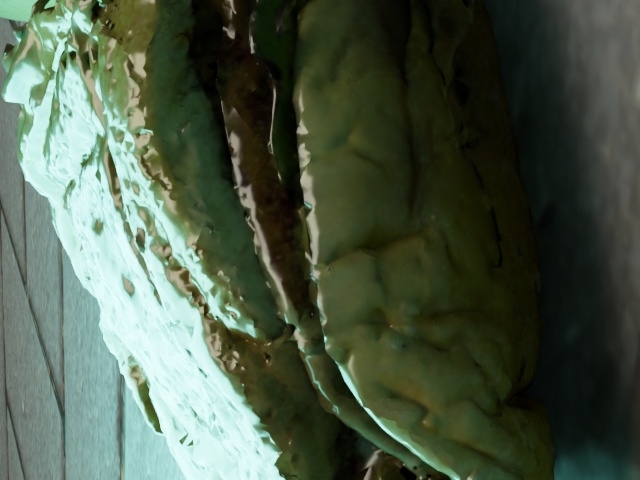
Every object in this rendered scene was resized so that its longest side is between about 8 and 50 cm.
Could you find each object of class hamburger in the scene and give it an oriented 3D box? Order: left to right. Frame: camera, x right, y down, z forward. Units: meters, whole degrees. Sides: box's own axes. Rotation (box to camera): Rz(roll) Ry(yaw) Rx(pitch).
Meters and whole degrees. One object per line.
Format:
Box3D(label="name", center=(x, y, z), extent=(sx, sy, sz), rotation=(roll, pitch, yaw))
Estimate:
Box3D(label="hamburger", center=(0.000, 0.000, 0.392), extent=(0.206, 0.130, 0.183), rotation=(67, 163, -1))

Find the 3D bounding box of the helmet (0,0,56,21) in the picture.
Box3D(label="helmet", center=(-0.117, -0.178, 0.658), extent=(0.204, 0.137, 0.257), rotation=(-56, 3, 1))
